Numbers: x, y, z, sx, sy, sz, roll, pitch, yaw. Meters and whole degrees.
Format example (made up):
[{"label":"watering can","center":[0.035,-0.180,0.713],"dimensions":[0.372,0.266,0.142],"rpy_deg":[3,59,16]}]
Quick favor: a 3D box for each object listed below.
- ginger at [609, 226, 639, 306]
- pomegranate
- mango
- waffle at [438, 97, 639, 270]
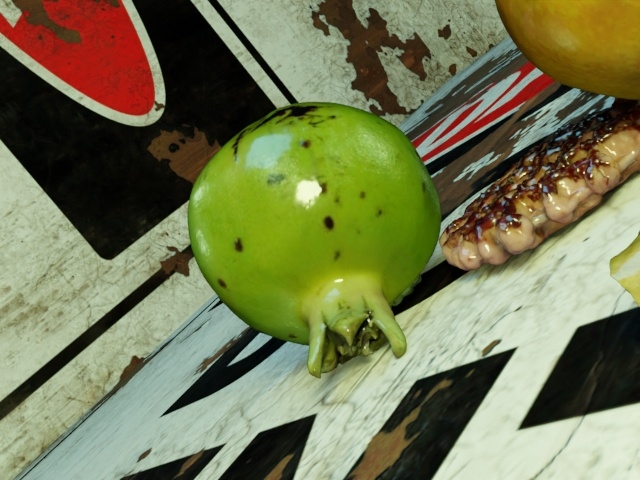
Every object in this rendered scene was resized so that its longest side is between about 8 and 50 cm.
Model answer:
[{"label":"ginger","center":[0.246,-0.050,0.485],"dimensions":[0.299,0.065,0.118],"rpy_deg":[-47,3,-36]},{"label":"pomegranate","center":[0.000,0.000,0.836],"dimensions":[0.260,0.260,0.341],"rpy_deg":[-38,38,13]},{"label":"mango","center":[0.268,-0.202,0.685],"dimensions":[0.317,0.211,0.173],"rpy_deg":[-3,-69,-50]},{"label":"waffle","center":[0.206,-0.049,0.754],"dimensions":[0.221,0.055,0.234],"rpy_deg":[-40,2,-8]}]
